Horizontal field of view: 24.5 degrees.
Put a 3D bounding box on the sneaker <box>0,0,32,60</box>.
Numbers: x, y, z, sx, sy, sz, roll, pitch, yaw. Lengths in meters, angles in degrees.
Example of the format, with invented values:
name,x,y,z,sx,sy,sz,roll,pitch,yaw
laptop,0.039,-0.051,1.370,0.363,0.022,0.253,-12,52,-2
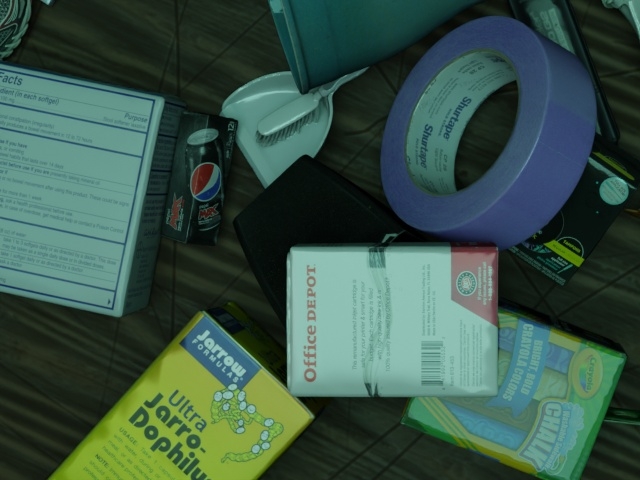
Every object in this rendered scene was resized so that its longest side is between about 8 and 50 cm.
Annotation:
name,x,y,z,sx,sy,sz,roll,pitch,yaw
sneaker,-0.513,-0.257,1.937,0.299,0.112,0.120,-31,88,7

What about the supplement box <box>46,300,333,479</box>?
name,x,y,z,sx,sy,sz,roll,pitch,yaw
supplement box,-0.179,0.272,1.871,0.195,0.194,0.356,43,97,4

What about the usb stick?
name,x,y,z,sx,sy,sz,roll,pitch,yaw
usb stick,0.301,-0.234,1.869,0.077,0.045,0.278,-20,90,16

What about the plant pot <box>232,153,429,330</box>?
name,x,y,z,sx,sy,sz,roll,pitch,yaw
plant pot,0.000,0.000,1.853,0.187,0.188,0.167,-43,77,7

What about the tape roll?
name,x,y,z,sx,sy,sz,roll,pitch,yaw
tape roll,0.197,-0.127,1.776,0.090,0.275,0.274,24,96,-36

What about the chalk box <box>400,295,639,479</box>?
name,x,y,z,sx,sy,sz,roll,pitch,yaw
chalk box,0.267,0.185,1.820,0.289,0.180,0.179,22,94,7

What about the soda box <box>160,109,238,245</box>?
name,x,y,z,sx,sy,sz,roll,pitch,yaw
soda box,-0.157,-0.081,1.914,0.060,0.053,0.168,15,97,45

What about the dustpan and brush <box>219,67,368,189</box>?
name,x,y,z,sx,sy,sz,roll,pitch,yaw
dustpan and brush,-0.015,-0.175,1.894,0.211,0.060,0.147,-32,72,-1

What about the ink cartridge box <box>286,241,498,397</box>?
name,x,y,z,sx,sy,sz,roll,pitch,yaw
ink cartridge box,0.083,0.089,1.693,0.237,0.100,0.171,0,94,4

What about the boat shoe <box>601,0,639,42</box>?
name,x,y,z,sx,sy,sz,roll,pitch,yaw
boat shoe,0.381,-0.327,1.831,0.088,0.096,0.267,-10,90,12

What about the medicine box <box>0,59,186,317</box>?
name,x,y,z,sx,sy,sz,roll,pitch,yaw
medicine box,-0.336,-0.069,1.902,0.264,0.149,0.289,12,93,6

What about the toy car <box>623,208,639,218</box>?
name,x,y,z,sx,sy,sz,roll,pitch,yaw
toy car,0.483,-0.035,1.785,0.238,0.210,0.219,-3,81,20

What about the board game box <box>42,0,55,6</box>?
name,x,y,z,sx,sy,sz,roll,pitch,yaw
board game box,-0.373,-0.372,1.961,0.090,0.020,0.090,33,96,7

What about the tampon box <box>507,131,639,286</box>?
name,x,y,z,sx,sy,sz,roll,pitch,yaw
tampon box,0.303,-0.049,1.821,0.120,0.101,0.161,34,116,6

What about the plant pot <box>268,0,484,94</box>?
name,x,y,z,sx,sy,sz,roll,pitch,yaw
plant pot,0.060,-0.342,1.796,0.255,0.271,0.271,-16,90,-2
